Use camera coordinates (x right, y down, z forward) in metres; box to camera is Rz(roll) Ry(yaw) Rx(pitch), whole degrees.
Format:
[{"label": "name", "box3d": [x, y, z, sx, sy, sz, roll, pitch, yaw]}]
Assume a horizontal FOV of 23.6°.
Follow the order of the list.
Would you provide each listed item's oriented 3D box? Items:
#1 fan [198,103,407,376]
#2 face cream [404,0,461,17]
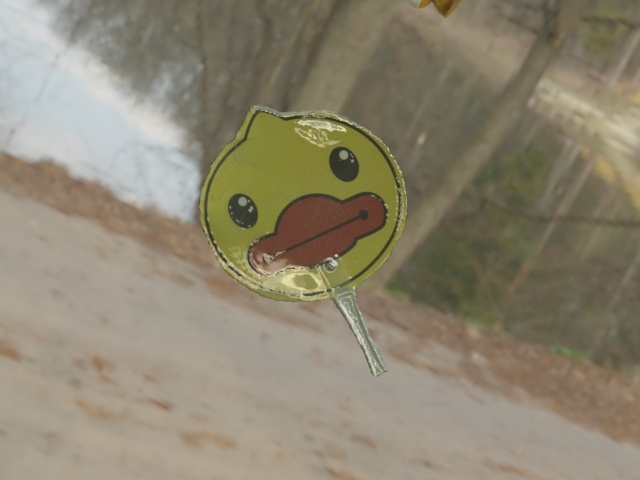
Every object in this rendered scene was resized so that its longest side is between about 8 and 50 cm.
[{"label": "fan", "box3d": [0.000, 0.000, 1.702, 0.011, 0.230, 0.335, -84, 148, -80]}, {"label": "face cream", "box3d": [0.077, -0.308, 1.625, 0.182, 0.072, 0.051, 38, 11, 4]}]
